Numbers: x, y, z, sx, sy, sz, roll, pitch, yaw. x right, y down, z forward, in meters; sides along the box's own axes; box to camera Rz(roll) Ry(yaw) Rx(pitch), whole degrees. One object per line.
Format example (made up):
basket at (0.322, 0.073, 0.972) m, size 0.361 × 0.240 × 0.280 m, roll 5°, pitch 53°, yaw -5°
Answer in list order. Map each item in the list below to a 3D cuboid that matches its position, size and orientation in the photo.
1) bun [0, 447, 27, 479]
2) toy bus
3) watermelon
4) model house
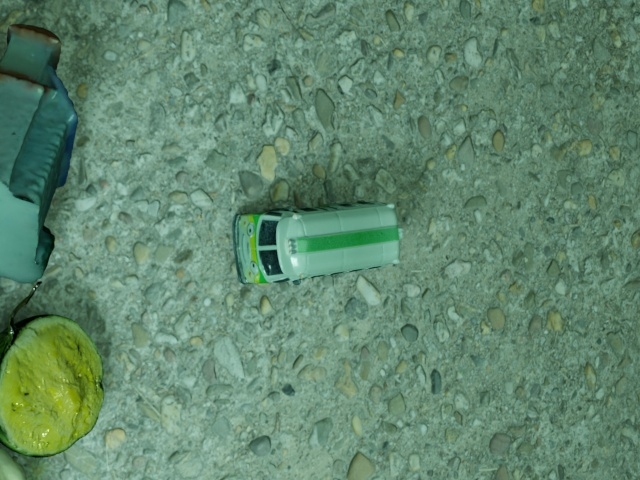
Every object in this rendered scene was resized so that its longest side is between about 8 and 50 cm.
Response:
bun at (-0.520, 0.375, 1.375) m, size 0.229 × 0.145 × 0.229 m, roll 1°, pitch 94°, yaw 9°
toy bus at (0.000, 0.000, 1.686) m, size 0.276 × 0.164 × 0.134 m, roll -8°, pitch 93°, yaw -32°
watermelon at (-0.433, 0.208, 1.430) m, size 0.232 × 0.127 × 0.204 m, roll 59°, pitch 45°, yaw -36°
model house at (-0.495, -0.160, 1.370) m, size 0.294 × 0.252 × 0.329 m, roll 14°, pitch 58°, yaw -9°
